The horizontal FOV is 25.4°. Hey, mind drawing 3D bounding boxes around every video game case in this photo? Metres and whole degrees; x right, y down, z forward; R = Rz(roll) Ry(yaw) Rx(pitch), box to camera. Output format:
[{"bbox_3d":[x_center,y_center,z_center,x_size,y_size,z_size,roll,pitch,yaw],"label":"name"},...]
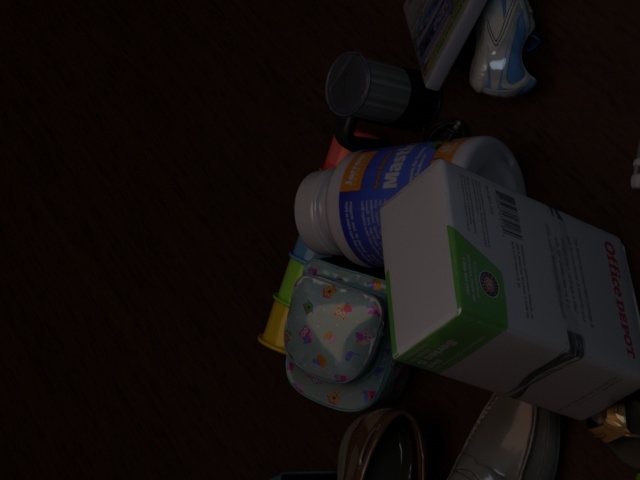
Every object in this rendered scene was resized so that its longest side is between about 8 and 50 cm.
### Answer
[{"bbox_3d":[0.168,-0.324,1.773,0.193,0.023,0.212,-99,29,-49],"label":"video game case"}]

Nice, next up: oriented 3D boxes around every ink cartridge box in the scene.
[{"bbox_3d":[0.208,0.058,1.526,0.115,0.273,0.198,-40,41,40],"label":"ink cartridge box"}]

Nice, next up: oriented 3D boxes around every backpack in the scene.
[{"bbox_3d":[0.037,0.127,1.824,0.166,0.144,0.188,16,106,26],"label":"backpack"}]

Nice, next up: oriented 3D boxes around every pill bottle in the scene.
[{"bbox_3d":[0.103,-0.044,1.754,0.272,0.152,0.152,-4,81,40],"label":"pill bottle"}]

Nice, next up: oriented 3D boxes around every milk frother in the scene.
[{"bbox_3d":[0.099,-0.167,1.814,0.143,0.135,0.129,7,90,49],"label":"milk frother"}]

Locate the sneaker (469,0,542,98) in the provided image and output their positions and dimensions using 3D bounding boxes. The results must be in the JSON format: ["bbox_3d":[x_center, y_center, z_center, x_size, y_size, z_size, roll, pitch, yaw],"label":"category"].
[{"bbox_3d":[0.229,-0.280,1.744,0.085,0.086,0.237,124,153,-65],"label":"sneaker"}]

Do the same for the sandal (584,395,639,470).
[{"bbox_3d":[0.319,0.191,1.573,0.180,0.049,0.072,47,118,41],"label":"sandal"}]

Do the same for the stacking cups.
[{"bbox_3d":[0.000,0.000,1.935,0.096,0.096,0.316,22,98,48],"label":"stacking cups"}]

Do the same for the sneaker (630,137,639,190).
[{"bbox_3d":[0.433,-0.115,1.452,0.281,0.105,0.115,-6,80,48],"label":"sneaker"}]

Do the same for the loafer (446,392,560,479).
[{"bbox_3d":[0.191,0.303,1.652,0.112,0.111,0.319,23,101,48],"label":"loafer"}]

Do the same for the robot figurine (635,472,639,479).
[{"bbox_3d":[0.353,0.297,1.505,0.115,0.067,0.101,14,124,48],"label":"robot figurine"}]

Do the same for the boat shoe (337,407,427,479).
[{"bbox_3d":[0.071,0.355,1.723,0.116,0.123,0.324,134,141,-61],"label":"boat shoe"}]

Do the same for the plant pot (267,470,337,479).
[{"bbox_3d":[-0.043,0.410,1.866,0.234,0.166,0.165,-30,62,46],"label":"plant pot"}]
